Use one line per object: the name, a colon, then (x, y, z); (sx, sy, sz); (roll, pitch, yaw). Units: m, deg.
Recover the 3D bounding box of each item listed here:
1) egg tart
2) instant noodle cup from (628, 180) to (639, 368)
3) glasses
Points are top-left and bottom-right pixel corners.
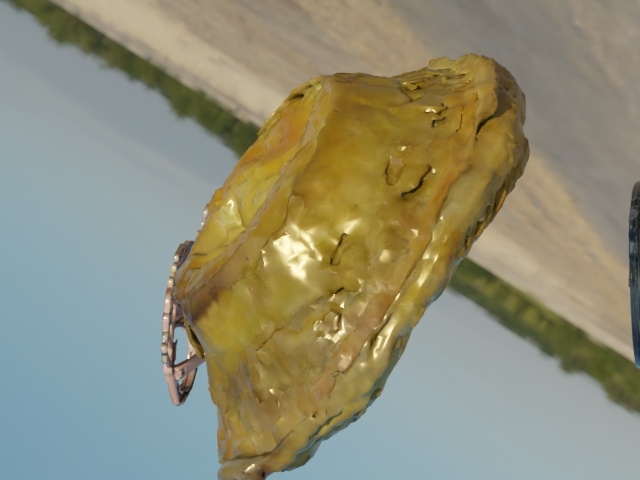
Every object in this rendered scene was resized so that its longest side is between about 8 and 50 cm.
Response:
egg tart: (0.003, -0.003, 0.977); (0.129, 0.341, 0.341); (35, -179, -16)
instant noodle cup: (0.354, 0.030, 1.359); (0.125, 0.177, 0.208); (-2, 166, 16)
glasses: (-0.090, 0.053, 1.389); (0.095, 0.162, 0.255); (-2, -152, 15)
